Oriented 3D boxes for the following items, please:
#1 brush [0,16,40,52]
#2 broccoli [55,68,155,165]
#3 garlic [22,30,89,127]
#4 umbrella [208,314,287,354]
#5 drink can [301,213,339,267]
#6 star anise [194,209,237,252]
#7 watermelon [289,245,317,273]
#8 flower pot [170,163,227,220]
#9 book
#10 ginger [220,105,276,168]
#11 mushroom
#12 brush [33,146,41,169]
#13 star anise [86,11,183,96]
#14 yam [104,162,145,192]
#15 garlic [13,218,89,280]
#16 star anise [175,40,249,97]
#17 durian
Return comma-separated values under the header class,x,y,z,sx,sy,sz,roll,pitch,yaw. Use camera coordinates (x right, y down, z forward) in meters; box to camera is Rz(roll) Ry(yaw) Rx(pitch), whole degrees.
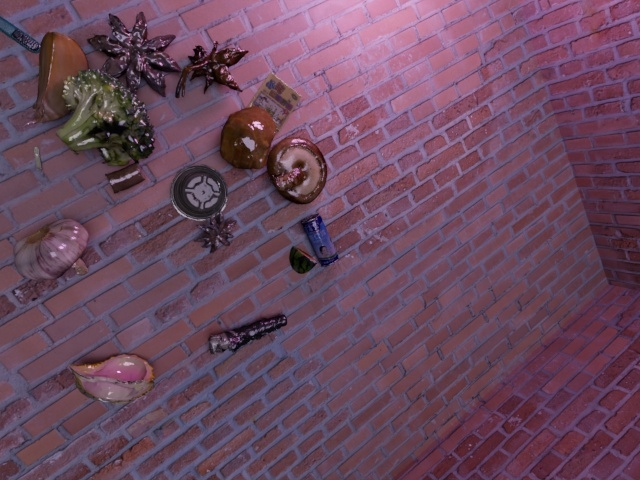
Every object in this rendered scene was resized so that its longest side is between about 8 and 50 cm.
class,x,y,z,sx,sy,sz,roll,pitch,yaw
brush,-1.055,-0.717,1.370,0.194,0.032,0.043,36,83,-23
broccoli,-0.742,-0.403,1.375,0.281,0.293,0.347,-43,116,-17
garlic,-0.917,-0.530,1.367,0.152,0.196,0.337,20,91,-7
umbrella,-0.312,0.414,1.767,0.358,0.113,0.106,-15,80,-20
drink can,0.000,0.000,1.852,0.097,0.097,0.234,-28,105,-17
star anise,-0.424,-0.027,1.668,0.195,0.065,0.182,-38,140,-21
watermelon,-0.080,0.078,1.849,0.094,0.125,0.135,-31,89,-47
flower pot,-0.477,-0.190,1.612,0.236,0.141,0.235,-3,98,-24
book,-0.198,-0.598,1.742,0.168,0.013,0.192,33,83,-21
ginger,-0.291,-0.418,1.617,0.201,0.223,0.269,19,96,-11
mushroom,-0.105,-0.295,1.737,0.278,0.163,0.296,-37,116,-27
brush,-1.017,-0.296,1.448,0.017,0.013,0.083,-9,92,-26
star anise,-0.674,-0.681,1.484,0.333,0.118,0.330,-5,104,-21
yam,-0.740,-0.239,1.531,0.127,0.084,0.084,-27,106,-14
garlic,-0.924,0.058,1.443,0.245,0.245,0.253,-37,140,-14
star anise,-0.431,-0.652,1.568,0.346,0.148,0.237,-43,107,-26
durian,-0.809,0.559,1.570,0.306,0.185,0.195,9,112,-19
